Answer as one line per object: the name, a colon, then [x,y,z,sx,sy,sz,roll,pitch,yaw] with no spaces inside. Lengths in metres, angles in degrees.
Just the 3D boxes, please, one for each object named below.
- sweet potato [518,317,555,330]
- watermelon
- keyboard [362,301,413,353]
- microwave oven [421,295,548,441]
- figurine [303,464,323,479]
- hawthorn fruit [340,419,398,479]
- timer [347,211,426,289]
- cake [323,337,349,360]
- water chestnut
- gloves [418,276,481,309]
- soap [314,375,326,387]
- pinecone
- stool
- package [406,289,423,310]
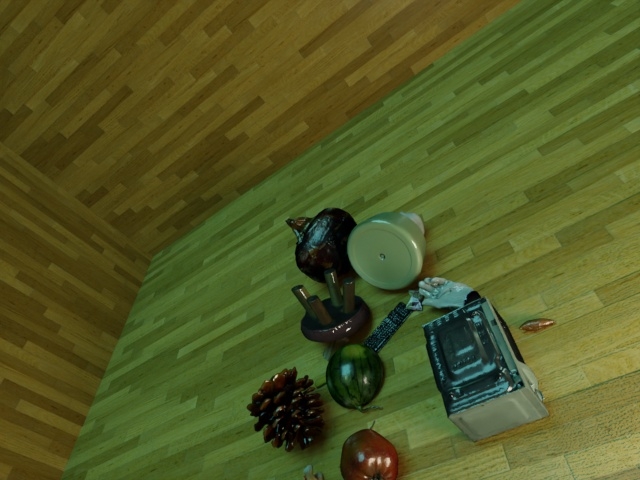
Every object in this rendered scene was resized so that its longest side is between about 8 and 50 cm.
sweet potato: [0.602,0.234,1.233,0.095,0.034,0.034,-15,40,22]
watermelon: [0.099,0.445,1.474,0.204,0.127,0.232,-20,44,29]
keyboard: [0.233,0.316,1.573,0.231,0.023,0.072,-48,33,-6]
microwave oven: [0.421,0.333,1.180,0.238,0.181,0.295,-30,34,20]
figurine: [-0.071,0.768,1.297,0.195,0.111,0.102,-49,11,-7]
hawthorn fruit: [0.129,0.598,1.245,0.163,0.162,0.203,-43,16,3]
timer: [0.296,-0.009,1.710,0.291,0.290,0.315,-16,17,38]
cake: [0.055,0.402,1.671,0.121,0.065,0.052,-66,30,8]
water chestnut: [0.000,0.000,1.927,0.335,0.347,0.335,-60,-7,-12]
gloves: [0.415,0.181,1.453,0.119,0.097,0.229,-49,36,-18]
soap: [0.015,0.507,1.604,0.089,0.012,0.034,-32,33,20]
pinecone: [-0.104,0.569,1.455,0.264,0.264,0.264,-30,34,22]
stool: [0.035,0.239,1.664,0.272,0.178,0.272,-18,17,6]
package: [0.337,0.210,1.570,0.059,0.029,0.083,2,51,21]
